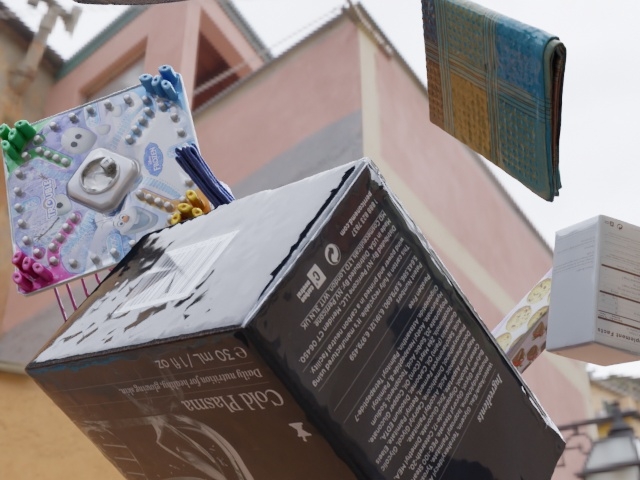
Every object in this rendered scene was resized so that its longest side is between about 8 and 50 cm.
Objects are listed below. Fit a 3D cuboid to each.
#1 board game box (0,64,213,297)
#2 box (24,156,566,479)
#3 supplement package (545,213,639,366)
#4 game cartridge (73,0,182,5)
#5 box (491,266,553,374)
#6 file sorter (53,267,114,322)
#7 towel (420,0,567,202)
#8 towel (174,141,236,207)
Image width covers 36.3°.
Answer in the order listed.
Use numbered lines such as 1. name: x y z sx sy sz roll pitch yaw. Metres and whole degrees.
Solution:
1. board game box: -0.420 -0.125 1.852 0.389 0.390 0.050 -19 -31 4
2. box: -0.035 0.209 1.255 0.479 0.297 0.472 -16 -60 46
3. supplement package: 0.386 0.071 1.337 0.105 0.179 0.105 16 -18 -20
4. game cartridge: -0.224 -0.396 1.332 0.297 0.062 0.198 -6 -22 3
5. box: 0.390 0.106 1.639 0.324 0.067 0.063 -45 -56 -5
6. file sorter: -0.446 0.067 2.142 0.182 0.291 0.202 -4 -60 10
7. towel: 0.276 -0.254 1.602 0.040 0.370 0.272 -19 -56 -18
8. towel: -0.125 -0.034 1.624 0.040 0.243 0.336 -39 -10 -1
